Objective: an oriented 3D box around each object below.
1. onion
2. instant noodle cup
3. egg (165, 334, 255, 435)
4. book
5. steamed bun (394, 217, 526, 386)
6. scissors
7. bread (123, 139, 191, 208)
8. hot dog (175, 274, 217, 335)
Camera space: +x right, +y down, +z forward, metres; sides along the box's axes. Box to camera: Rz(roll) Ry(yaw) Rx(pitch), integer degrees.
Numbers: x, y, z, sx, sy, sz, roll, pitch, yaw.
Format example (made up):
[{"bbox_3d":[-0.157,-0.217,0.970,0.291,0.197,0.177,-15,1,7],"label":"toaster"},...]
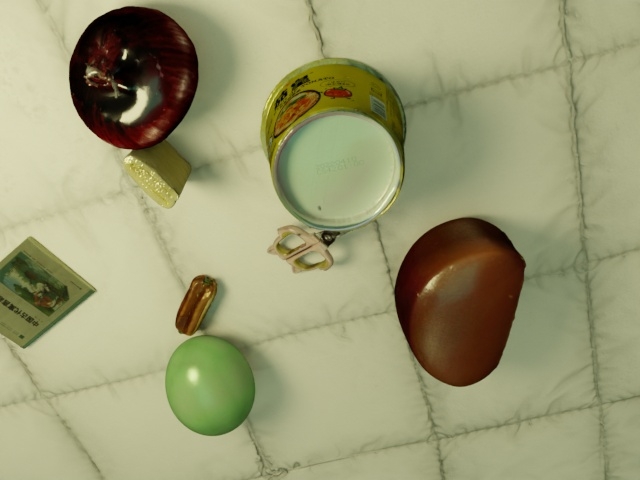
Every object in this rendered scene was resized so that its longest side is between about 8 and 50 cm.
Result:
[{"bbox_3d":[-0.369,-0.309,1.094,0.273,0.285,0.272,2,98,17],"label":"onion"},{"bbox_3d":[0.032,-0.180,1.175,0.326,0.254,0.325,-1,119,-1],"label":"instant noodle cup"},{"bbox_3d":[-0.282,0.369,1.487,0.221,0.220,0.269,-16,109,8],"label":"egg"},{"bbox_3d":[-0.741,0.137,1.465,0.283,0.025,0.215,-38,114,16],"label":"book"},{"bbox_3d":[0.303,0.142,1.362,0.248,0.235,0.379,4,119,-6],"label":"steamed bun"},{"bbox_3d":[0.000,0.000,1.320,0.160,0.024,0.318,40,140,-19],"label":"scissors"},{"bbox_3d":[-0.338,-0.152,1.226,0.060,0.178,0.139,-36,114,13],"label":"bread"},{"bbox_3d":[-0.311,0.161,1.465,0.072,0.055,0.188,35,110,14],"label":"hot dog"}]
